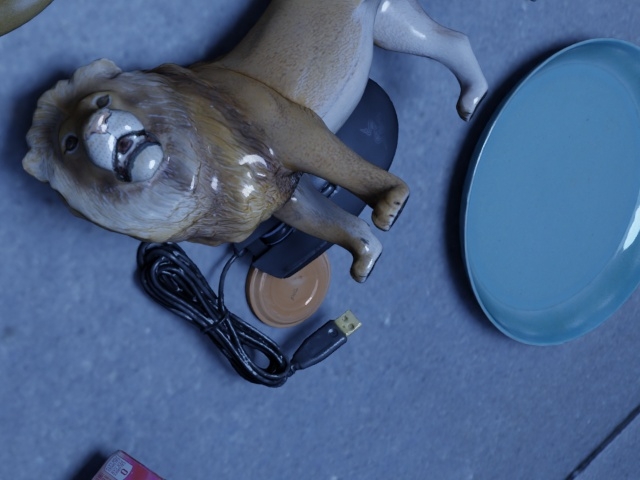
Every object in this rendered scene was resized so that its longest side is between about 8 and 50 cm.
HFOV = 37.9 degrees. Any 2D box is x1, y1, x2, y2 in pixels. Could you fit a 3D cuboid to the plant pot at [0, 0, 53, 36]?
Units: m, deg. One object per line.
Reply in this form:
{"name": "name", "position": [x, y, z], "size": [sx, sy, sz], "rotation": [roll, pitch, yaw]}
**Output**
{"name": "plant pot", "position": [-0.236, -0.230, 0.550], "size": [0.236, 0.032, 0.236], "rotation": [-12, 111, -32]}

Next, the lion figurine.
{"name": "lion figurine", "position": [-0.009, -0.131, 0.678], "size": [0.392, 0.240, 0.142], "rotation": [-54, 171, -27]}

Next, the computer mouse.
{"name": "computer mouse", "position": [0.000, 0.000, 0.760], "size": [0.262, 0.060, 0.184], "rotation": [-44, 114, -15]}

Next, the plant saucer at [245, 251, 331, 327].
{"name": "plant saucer", "position": [-0.025, 0.036, 0.802], "size": [0.083, 0.013, 0.083], "rotation": [-12, 113, -31]}

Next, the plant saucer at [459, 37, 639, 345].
{"name": "plant saucer", "position": [0.253, -0.048, 0.952], "size": [0.318, 0.044, 0.317], "rotation": [-12, 112, -32]}

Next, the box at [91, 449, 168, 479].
{"name": "box", "position": [-0.165, 0.307, 0.691], "size": [0.257, 0.123, 0.128], "rotation": [-52, 142, -20]}
